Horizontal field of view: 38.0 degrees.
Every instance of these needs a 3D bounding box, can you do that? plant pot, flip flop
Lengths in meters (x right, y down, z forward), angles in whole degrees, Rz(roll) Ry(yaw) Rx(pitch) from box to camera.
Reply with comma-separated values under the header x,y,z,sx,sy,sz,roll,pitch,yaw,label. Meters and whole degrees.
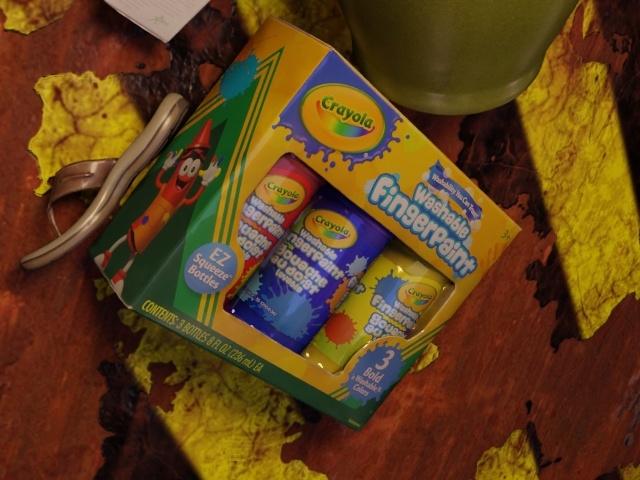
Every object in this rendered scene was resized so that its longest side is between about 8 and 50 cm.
x,y,z,sx,sy,sz,roll,pitch,yaw,label
0.153,-0.334,1.008,0.366,0.366,0.353,-29,149,-16,plant pot
-0.266,-0.077,1.110,0.080,0.112,0.277,40,91,-11,flip flop

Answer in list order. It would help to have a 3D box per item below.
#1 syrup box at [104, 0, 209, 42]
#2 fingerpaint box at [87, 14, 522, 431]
x,y,z,sx,sy,sz,roll,pitch,yaw,label
-0.128,-0.335,1.004,0.237,0.093,0.096,-35,133,30,syrup box
0.000,0.000,1.206,0.371,0.163,0.445,-51,131,2,fingerpaint box
